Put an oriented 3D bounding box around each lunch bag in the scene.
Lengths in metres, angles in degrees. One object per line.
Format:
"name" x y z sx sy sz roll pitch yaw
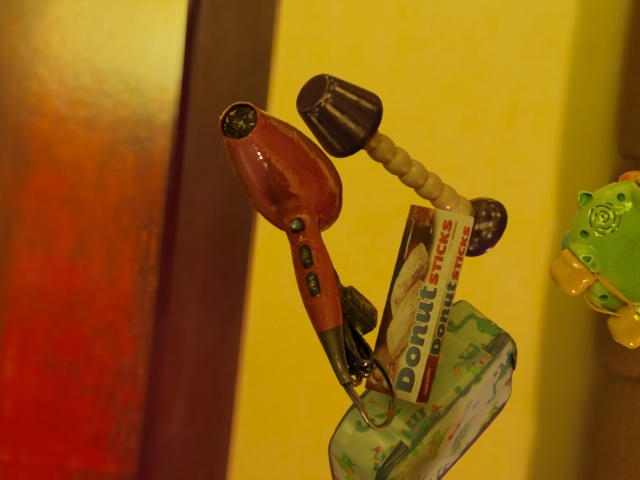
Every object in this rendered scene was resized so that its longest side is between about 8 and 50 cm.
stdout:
"lunch bag" 0.107 0.177 1.629 0.219 0.090 0.176 -45 -23 -21

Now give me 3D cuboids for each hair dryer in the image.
"hair dryer" 0.000 0.000 1.387 0.293 0.080 0.223 59 -175 -21

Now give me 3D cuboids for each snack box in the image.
"snack box" 0.091 0.058 1.489 0.022 0.064 0.178 16 -93 -48

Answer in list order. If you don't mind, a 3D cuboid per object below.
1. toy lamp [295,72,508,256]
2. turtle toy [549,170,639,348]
"toy lamp" 0.082 -0.079 1.657 0.275 0.080 0.080 37 -134 -36
"turtle toy" 0.196 0.013 0.953 0.095 0.130 0.066 -46 14 10
